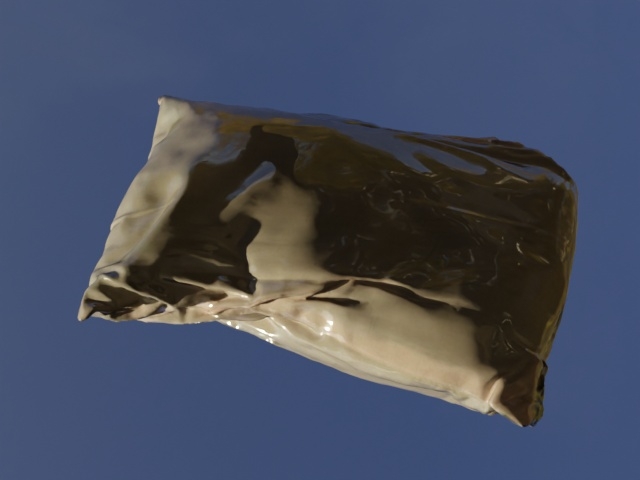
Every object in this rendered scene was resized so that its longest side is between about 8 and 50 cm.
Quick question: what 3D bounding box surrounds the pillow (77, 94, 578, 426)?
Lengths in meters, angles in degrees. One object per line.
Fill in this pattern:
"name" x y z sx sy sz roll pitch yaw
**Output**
"pillow" 0.000 0.000 0.611 0.270 0.067 0.173 10 -127 21
